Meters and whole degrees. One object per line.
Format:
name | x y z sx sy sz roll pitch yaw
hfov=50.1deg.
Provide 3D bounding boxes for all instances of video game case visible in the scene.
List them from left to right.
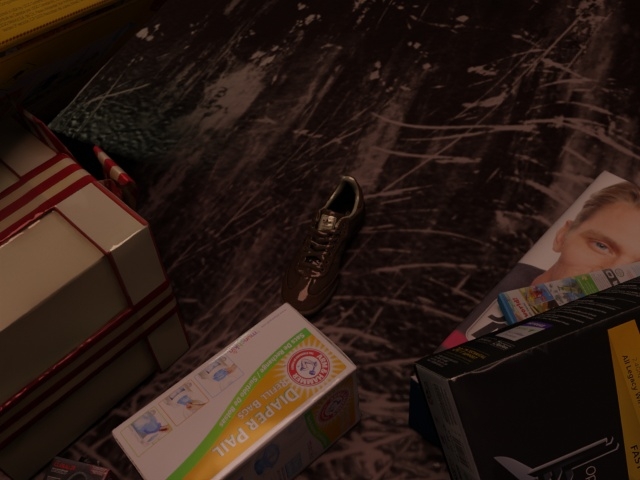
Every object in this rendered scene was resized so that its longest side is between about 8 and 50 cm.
video game case | 0.260 0.080 0.613 0.166 0.015 0.119 -12 52 -6

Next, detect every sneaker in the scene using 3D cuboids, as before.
sneaker | 0.000 0.000 0.812 0.066 0.071 0.188 13 52 17

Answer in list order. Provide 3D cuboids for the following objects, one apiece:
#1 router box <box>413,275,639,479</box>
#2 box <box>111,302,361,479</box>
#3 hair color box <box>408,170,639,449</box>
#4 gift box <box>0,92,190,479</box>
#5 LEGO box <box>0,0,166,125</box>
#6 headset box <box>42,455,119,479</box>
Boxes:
router box | 0.234 0.194 0.496 0.243 0.081 0.308 -18 92 -9
box | -0.069 0.173 0.644 0.203 0.114 0.103 -35 55 -23
hair color box | 0.261 0.092 0.683 0.174 0.105 0.347 34 60 29
gift box | -0.304 0.033 0.692 0.276 0.255 0.258 39 62 22
LEGO box | -0.424 -0.201 0.743 0.372 0.193 0.500 -33 16 32
headset box | -0.237 0.248 0.652 0.062 0.032 0.083 8 52 14
